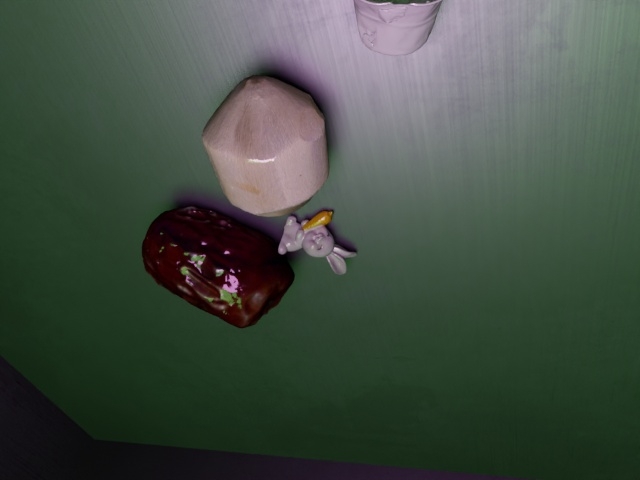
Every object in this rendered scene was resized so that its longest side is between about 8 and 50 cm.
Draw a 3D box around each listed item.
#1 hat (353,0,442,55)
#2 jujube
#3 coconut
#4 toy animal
[{"bbox_3d":[0.120,-0.378,0.714,0.203,0.203,0.126,7,153,10],"label":"hat"},{"bbox_3d":[-0.255,0.066,1.136,0.377,0.258,0.258,20,133,6],"label":"jujube"},{"bbox_3d":[-0.104,-0.189,0.883,0.237,0.237,0.265,1,129,15],"label":"coconut"},{"bbox_3d":[0.000,0.000,1.131,0.182,0.131,0.127,15,165,12],"label":"toy animal"}]
